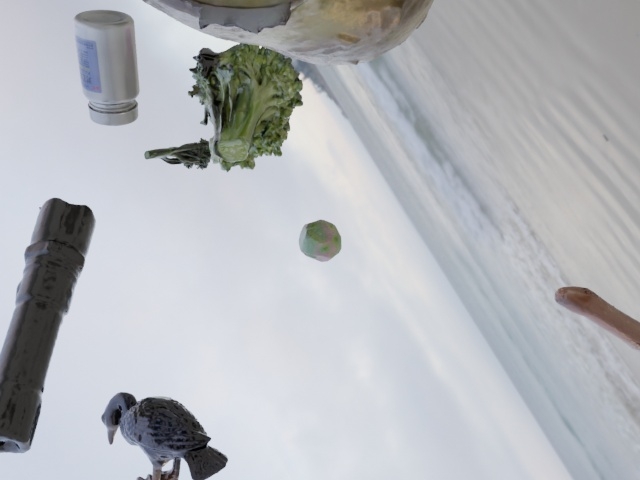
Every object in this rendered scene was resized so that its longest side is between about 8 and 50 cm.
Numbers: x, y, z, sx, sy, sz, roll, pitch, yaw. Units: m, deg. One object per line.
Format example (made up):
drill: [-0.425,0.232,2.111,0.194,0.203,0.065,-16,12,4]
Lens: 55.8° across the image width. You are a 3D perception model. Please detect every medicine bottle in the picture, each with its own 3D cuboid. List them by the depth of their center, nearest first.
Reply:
medicine bottle: [-0.382,-0.310,1.093,0.102,0.103,0.186,-111,23,-51]

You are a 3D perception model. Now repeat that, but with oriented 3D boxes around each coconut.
coconut: [0.000,0.000,1.135,0.081,0.082,0.083,28,-138,-52]

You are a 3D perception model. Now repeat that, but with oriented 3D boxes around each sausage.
sausage: [0.406,0.110,0.854,0.186,0.043,0.043,28,-160,-22]

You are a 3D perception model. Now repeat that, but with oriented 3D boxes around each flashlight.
flashlight: [-0.439,0.120,0.936,0.103,0.103,0.423,49,-148,-47]

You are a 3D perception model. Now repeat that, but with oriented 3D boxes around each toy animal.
toy animal: [-0.317,0.397,1.193,0.122,0.299,0.185,0,-94,-55]

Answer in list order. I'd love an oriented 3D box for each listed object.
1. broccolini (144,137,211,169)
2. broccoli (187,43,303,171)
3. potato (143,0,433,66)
broccolini: [-0.348,-0.222,1.486,0.203,0.091,0.068,2,-125,-53]
broccoli: [-0.166,-0.246,1.177,0.247,0.263,0.243,38,-144,-30]
potato: [-0.041,-0.261,0.480,0.288,0.301,0.237,51,177,-1]
